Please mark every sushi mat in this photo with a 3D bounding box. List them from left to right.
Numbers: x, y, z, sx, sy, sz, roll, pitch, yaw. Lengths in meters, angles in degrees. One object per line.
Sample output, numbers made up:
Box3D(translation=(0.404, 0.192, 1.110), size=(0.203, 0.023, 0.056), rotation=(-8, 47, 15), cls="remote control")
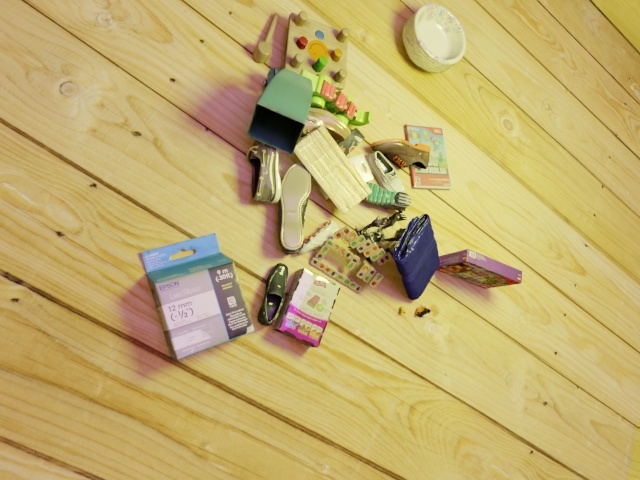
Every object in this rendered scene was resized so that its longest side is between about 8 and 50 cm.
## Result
Box3D(translation=(0.045, -0.257, 1.689), size=(0.151, 0.019, 0.316), rotation=(-41, 103, -11), cls="sushi mat")

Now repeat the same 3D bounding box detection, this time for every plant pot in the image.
Box3D(translation=(-0.120, -0.453, 1.559), size=(0.166, 0.165, 0.234), rotation=(21, 60, -9), cls="plant pot")

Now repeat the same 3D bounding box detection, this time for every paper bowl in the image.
Box3D(translation=(0.491, -0.880, 2.053), size=(0.285, 0.148, 0.284), rotation=(6, 77, -26), cls="paper bowl")

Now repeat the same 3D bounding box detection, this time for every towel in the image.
Box3D(translation=(0.363, 0.067, 1.762), size=(0.227, 0.076, 0.308), rotation=(-54, 142, -20), cls="towel")

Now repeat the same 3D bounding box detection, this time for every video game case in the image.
Box3D(translation=(0.467, -0.361, 2.006), size=(0.204, 0.025, 0.284), rotation=(-1, 80, -26), cls="video game case")

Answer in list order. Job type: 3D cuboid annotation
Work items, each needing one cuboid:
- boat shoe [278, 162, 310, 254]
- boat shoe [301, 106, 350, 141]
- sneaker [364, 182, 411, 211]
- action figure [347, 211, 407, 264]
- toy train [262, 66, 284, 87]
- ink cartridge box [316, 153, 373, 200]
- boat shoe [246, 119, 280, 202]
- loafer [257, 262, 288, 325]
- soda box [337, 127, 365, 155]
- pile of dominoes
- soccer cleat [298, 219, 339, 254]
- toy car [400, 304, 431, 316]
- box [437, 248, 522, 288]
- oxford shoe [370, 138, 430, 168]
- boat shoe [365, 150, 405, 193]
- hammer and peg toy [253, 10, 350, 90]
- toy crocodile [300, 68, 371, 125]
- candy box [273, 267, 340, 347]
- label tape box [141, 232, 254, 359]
Box3D(translation=(-0.102, -0.111, 1.654), size=(0.112, 0.095, 0.334), rotation=(9, 71, -12), cls="boat shoe")
Box3D(translation=(-0.055, -0.433, 1.723), size=(0.341, 0.122, 0.110), rotation=(21, 76, -10), cls="boat shoe")
Box3D(translation=(0.239, -0.158, 1.832), size=(0.224, 0.098, 0.083), rotation=(17, 66, 4), cls="sneaker")
Box3D(translation=(0.236, -0.017, 1.761), size=(0.276, 0.141, 0.164), rotation=(-30, 95, -31), cls="action figure")
Box3D(translation=(-0.119, -0.579, 1.720), size=(0.184, 0.105, 0.080), rotation=(4, 78, -25), cls="toy train")
Box3D(translation=(0.089, -0.241, 1.755), size=(0.198, 0.067, 0.115), rotation=(-23, 91, -16), cls="ink cartridge box")
Box3D(translation=(-0.204, -0.281, 1.617), size=(0.091, 0.109, 0.304), rotation=(-3, 85, -31), cls="boat shoe")
Box3D(translation=(-0.151, 0.181, 1.565), size=(0.076, 0.078, 0.223), rotation=(23, 70, -21), cls="loafer")
Box3D(translation=(0.097, -0.368, 1.812), size=(0.060, 0.053, 0.169), rotation=(48, 64, -10), cls="soda box")
Box3D(translation=(0.119, 0.076, 1.679), size=(0.251, 0.040, 0.196), rotation=(32, 104, -17), cls="pile of dominoes")
Box3D(translation=(0.000, 0.000, 1.685), size=(0.196, 0.068, 0.076), rotation=(-40, 101, -30), cls="soccer cleat")
Box3D(translation=(0.374, 0.265, 1.818), size=(0.122, 0.060, 0.040), rotation=(19, 40, -28), cls="toy car")
Box3D(translation=(0.640, 0.121, 1.892), size=(0.294, 0.201, 0.057), rotation=(20, 71, -21), cls="box")
Box3D(translation=(0.329, -0.349, 1.881), size=(0.272, 0.097, 0.098), rotation=(5, 82, -19), cls="oxford shoe")
Box3D(translation=(0.270, -0.261, 1.861), size=(0.226, 0.076, 0.083), rotation=(44, 65, -12), cls="boat shoe")
Box3D(translation=(-0.060, -0.744, 1.769), size=(0.362, 0.127, 0.265), rotation=(11, 75, -24), cls="hammer and peg toy")
Box3D(translation=(0.051, -0.522, 1.728), size=(0.341, 0.105, 0.115), rotation=(28, 77, -38), cls="toy crocodile")
Box3D(translation=(-0.045, 0.234, 1.610), size=(0.159, 0.071, 0.233), rotation=(29, 69, -18), cls="candy box")
Box3D(translation=(-0.382, 0.162, 1.439), size=(0.249, 0.115, 0.347), rotation=(-16, 89, -28), cls="label tape box")
